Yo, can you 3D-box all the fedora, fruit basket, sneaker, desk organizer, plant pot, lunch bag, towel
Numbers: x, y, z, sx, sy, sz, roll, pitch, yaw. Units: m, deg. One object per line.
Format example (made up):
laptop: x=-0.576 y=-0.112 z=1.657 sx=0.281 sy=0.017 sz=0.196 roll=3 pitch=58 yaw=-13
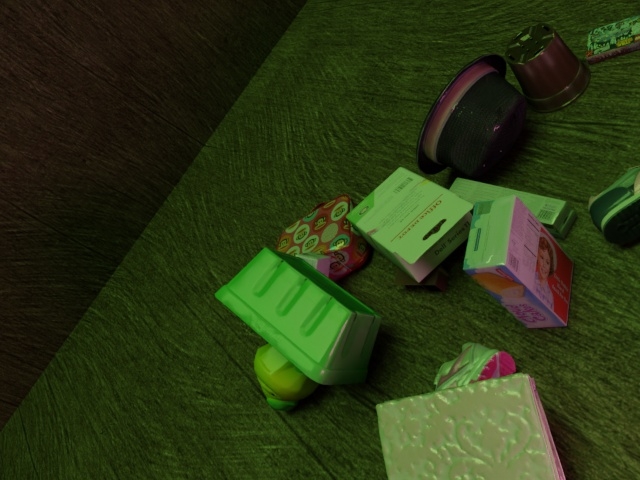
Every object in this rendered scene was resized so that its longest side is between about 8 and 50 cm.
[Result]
fedora: x=0.385 y=-0.276 z=1.538 sx=0.152 sy=0.334 sz=0.334 roll=40 pitch=92 yaw=29
fruit basket: x=-0.074 y=0.253 z=1.523 sx=0.393 sy=0.283 sz=0.391 roll=-7 pitch=77 yaw=29
sneaker: x=0.664 y=-0.128 z=1.213 sx=0.319 sy=0.112 sz=0.131 roll=-33 pitch=30 yaw=16
desk organizer: x=0.243 y=0.094 z=1.534 sx=0.130 sy=0.047 sz=0.050 roll=-4 pitch=60 yaw=46
plant pot: x=0.546 y=-0.430 z=1.550 sx=0.167 sy=0.165 sz=0.166 roll=-29 pitch=41 yaw=28
lunch bag: x=0.000 y=0.000 z=1.816 sx=0.293 sy=0.120 sz=0.258 roll=-29 pitch=41 yaw=29
towel: x=0.267 y=0.419 z=1.129 sx=0.332 sy=0.053 sz=0.316 roll=-22 pitch=71 yaw=35
sneaker: x=0.278 y=0.312 z=1.275 sx=0.252 sy=0.103 sz=0.111 roll=-50 pitch=28 yaw=-1

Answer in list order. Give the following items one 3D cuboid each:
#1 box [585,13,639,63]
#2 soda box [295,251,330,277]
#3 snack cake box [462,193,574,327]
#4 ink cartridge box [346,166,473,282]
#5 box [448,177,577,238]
box: x=0.718 y=-0.488 z=1.528 sx=0.137 sy=0.027 sz=0.093 roll=-9 pitch=54 yaw=43
soda box: x=-0.029 y=0.143 z=1.670 sx=0.069 sy=0.074 sz=0.215 roll=12 pitch=102 yaw=29
snack cake box: x=0.390 y=0.047 z=1.225 sx=0.089 sy=0.264 sz=0.152 roll=-11 pitch=52 yaw=43
ink cartridge box: x=0.233 y=-0.035 z=1.540 sx=0.207 sy=0.119 sz=0.353 roll=-42 pitch=29 yaw=-2
box: x=0.430 y=-0.080 z=1.462 sx=0.324 sy=0.063 sz=0.067 roll=22 pitch=75 yaw=53
